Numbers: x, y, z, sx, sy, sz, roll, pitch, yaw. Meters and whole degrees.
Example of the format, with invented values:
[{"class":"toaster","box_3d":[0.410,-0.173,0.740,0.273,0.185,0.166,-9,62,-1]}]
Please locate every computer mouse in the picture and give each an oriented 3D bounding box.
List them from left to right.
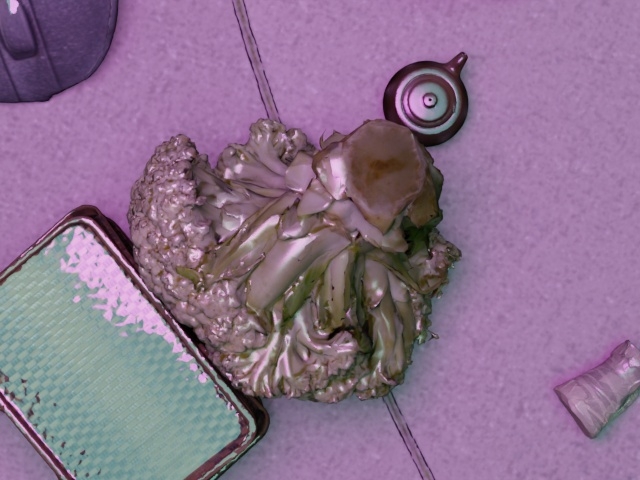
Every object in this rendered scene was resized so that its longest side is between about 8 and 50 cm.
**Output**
[{"class":"computer mouse","box_3d":[-0.286,-0.296,1.307,0.203,0.114,0.373,-15,100,-1]}]

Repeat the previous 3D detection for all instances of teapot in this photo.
[{"class":"teapot","box_3d":[0.088,-0.115,1.353,0.076,0.068,0.121,39,90,-1]},{"class":"teapot","box_3d":[0.255,0.132,1.369,0.083,0.057,0.067,-40,128,-3]}]

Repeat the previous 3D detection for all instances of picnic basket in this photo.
[{"class":"picnic basket","box_3d":[-0.178,0.114,1.321,0.165,0.139,0.266,-39,91,0]}]

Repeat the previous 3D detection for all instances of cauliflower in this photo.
[{"class":"cauliflower","box_3d":[0.000,0.000,1.255,0.272,0.275,0.250,52,131,1]}]
